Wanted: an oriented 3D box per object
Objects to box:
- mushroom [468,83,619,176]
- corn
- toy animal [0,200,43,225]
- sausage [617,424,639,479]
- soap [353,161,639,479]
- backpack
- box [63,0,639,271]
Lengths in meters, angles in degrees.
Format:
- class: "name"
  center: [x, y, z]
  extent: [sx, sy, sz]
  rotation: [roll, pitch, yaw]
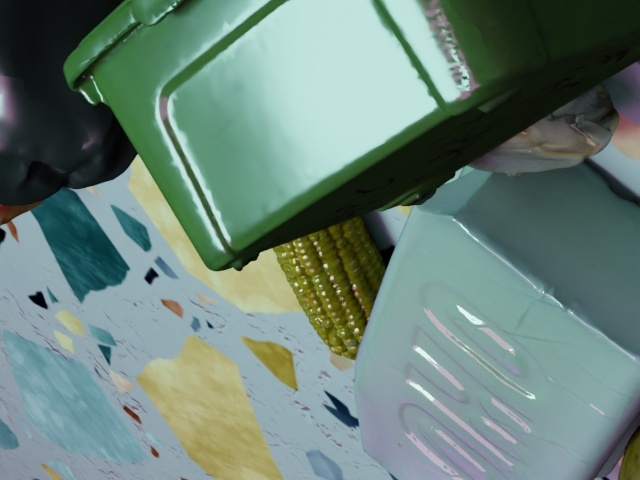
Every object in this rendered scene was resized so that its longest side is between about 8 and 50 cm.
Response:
- class: "mushroom"
  center: [0.079, -0.106, 1.277]
  extent: [0.278, 0.099, 0.096]
  rotation: [21, 135, 43]
- class: "corn"
  center: [0.000, 0.000, 1.512]
  extent: [0.080, 0.080, 0.238]
  rotation: [3, 127, 50]
- class: "toy animal"
  center: [-0.374, -0.142, 1.747]
  extent: [0.281, 0.195, 0.169]
  rotation: [36, 109, 11]
- class: "sausage"
  center: [0.334, 0.094, 1.154]
  extent: [0.136, 0.123, 0.501]
  rotation: [43, 151, 3]
- class: "soap"
  center: [0.141, 0.084, 1.396]
  extent: [0.208, 0.115, 0.347]
  rotation: [40, 149, 14]
- class: "backpack"
  center: [-0.237, -0.187, 1.365]
  extent: [0.255, 0.363, 0.445]
  rotation: [23, 166, -18]
- class: "box"
  center: [0.042, -0.119, 1.071]
  extent: [0.328, 0.252, 0.178]
  rotation: [-35, 78, 47]
